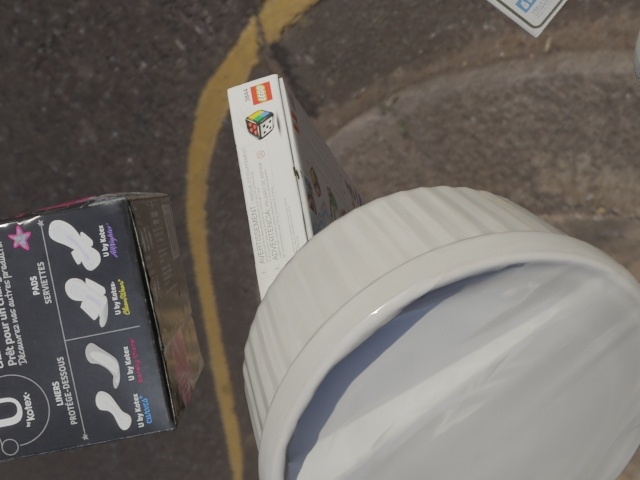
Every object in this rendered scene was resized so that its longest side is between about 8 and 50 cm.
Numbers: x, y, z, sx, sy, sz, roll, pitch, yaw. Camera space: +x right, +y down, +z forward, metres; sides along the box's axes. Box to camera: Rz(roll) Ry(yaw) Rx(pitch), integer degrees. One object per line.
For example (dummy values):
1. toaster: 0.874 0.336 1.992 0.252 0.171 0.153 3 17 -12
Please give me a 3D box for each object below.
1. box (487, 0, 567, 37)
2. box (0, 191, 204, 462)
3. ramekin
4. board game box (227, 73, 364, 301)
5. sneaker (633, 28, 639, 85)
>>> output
1. box: 0.105 -0.313 0.842 0.290 0.087 0.169 33 109 -20
2. box: -0.180 0.052 0.802 0.247 0.142 0.163 -130 28 -86
3. ramekin: 0.074 0.087 0.693 0.127 0.273 0.272 -123 15 -50
4. board game box: 0.000 0.000 0.994 0.053 0.193 0.305 -14 159 11
5. sneaker: 0.273 -0.138 0.551 0.321 0.126 0.127 107 143 -59
